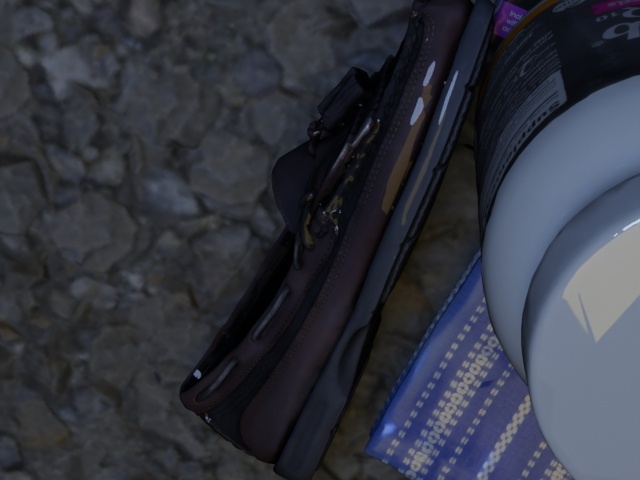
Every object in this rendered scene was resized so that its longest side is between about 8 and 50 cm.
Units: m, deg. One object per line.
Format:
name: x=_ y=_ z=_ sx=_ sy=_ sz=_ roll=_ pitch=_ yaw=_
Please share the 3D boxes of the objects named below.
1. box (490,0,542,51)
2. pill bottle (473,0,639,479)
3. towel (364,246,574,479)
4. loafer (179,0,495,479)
box: x=0.166 y=-0.148 z=0.694 sx=0.116 sy=0.029 sz=0.162 roll=22 pitch=114 yaw=-8
pill bottle: x=0.146 y=-0.010 z=0.588 sx=0.162 sy=0.278 sz=0.162 roll=2 pitch=113 yaw=4
towel: x=0.222 y=0.105 z=0.765 sx=0.336 sy=0.040 sz=0.243 roll=31 pitch=105 yaw=0
loafer: x=0.000 y=0.000 z=0.731 sx=0.095 sy=0.109 sz=0.302 roll=22 pitch=121 yaw=3
